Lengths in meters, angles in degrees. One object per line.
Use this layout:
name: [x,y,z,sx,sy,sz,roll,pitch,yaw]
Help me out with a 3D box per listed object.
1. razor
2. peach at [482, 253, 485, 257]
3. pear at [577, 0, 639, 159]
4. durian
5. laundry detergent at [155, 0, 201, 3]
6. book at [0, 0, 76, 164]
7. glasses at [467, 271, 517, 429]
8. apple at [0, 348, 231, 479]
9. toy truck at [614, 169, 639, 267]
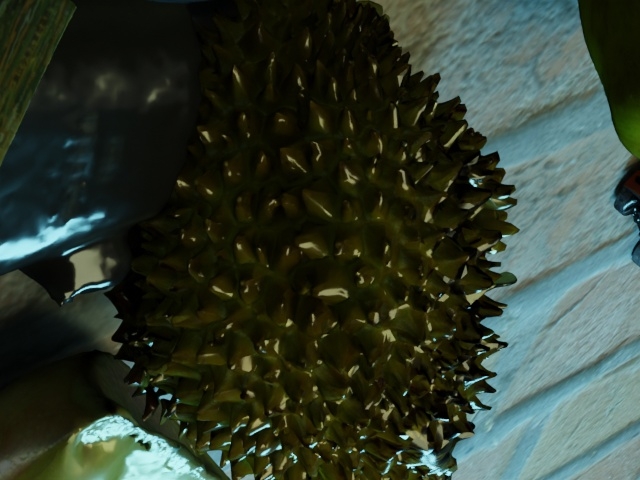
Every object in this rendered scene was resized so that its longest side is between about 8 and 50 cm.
razor: [-0.207,-0.026,0.686,0.326,0.107,0.189,-21,144,-40]
peach: [0.049,-0.010,1.066,0.138,0.138,0.138,-34,152,-21]
pear: [0.308,-0.184,1.057,0.321,0.269,0.269,-60,156,-11]
durian: [-0.004,0.005,0.876,0.258,0.258,0.293,-18,125,-43]
laundry detergent: [-0.111,-0.170,0.578,0.290,0.094,0.143,-3,93,-59]
book: [-0.206,-0.072,0.563,0.228,0.024,0.160,34,74,-42]
glasses: [0.096,0.084,1.291,0.207,0.102,0.239,-49,153,8]
apple: [-0.170,0.160,1.007,0.193,0.120,0.265,-32,151,4]
toy truck: [0.373,-0.014,1.549,0.114,0.107,0.253,-45,155,-1]
